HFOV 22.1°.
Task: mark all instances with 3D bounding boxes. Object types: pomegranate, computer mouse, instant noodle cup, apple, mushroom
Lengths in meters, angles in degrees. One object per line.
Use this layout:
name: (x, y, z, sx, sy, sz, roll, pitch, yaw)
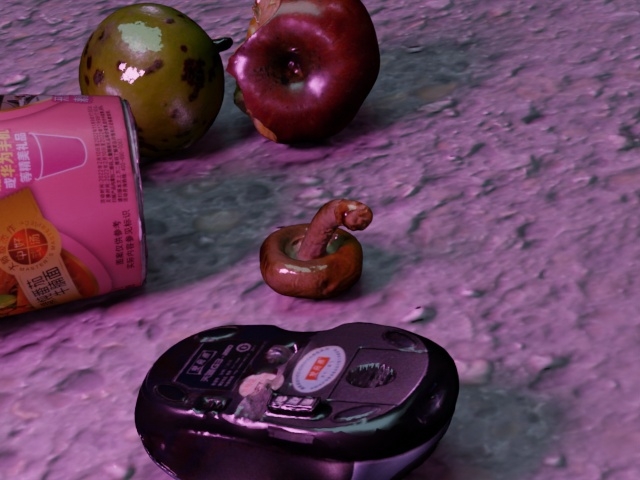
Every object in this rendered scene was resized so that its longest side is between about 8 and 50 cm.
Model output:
pomegranate: (-0.175, -0.128, 1.583, 0.156, 0.156, 0.220, 6, 60, 26)
computer mouse: (-0.013, 0.123, 1.127, 0.233, 0.096, 0.137, 2, 26, 28)
instant noodle cup: (-0.278, -0.031, 1.370, 0.255, 0.244, 0.244, -6, 28, -9)
apple: (-0.015, -0.175, 1.597, 0.147, 0.156, 0.158, 0, 12, 1)
mushroom: (0.003, 0.011, 1.330, 0.088, 0.073, 0.129, -13, -8, -35)

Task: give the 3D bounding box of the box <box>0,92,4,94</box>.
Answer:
box: (-0.370, -0.075, 1.621, 0.201, 0.058, 0.141, -28, 34, -31)
